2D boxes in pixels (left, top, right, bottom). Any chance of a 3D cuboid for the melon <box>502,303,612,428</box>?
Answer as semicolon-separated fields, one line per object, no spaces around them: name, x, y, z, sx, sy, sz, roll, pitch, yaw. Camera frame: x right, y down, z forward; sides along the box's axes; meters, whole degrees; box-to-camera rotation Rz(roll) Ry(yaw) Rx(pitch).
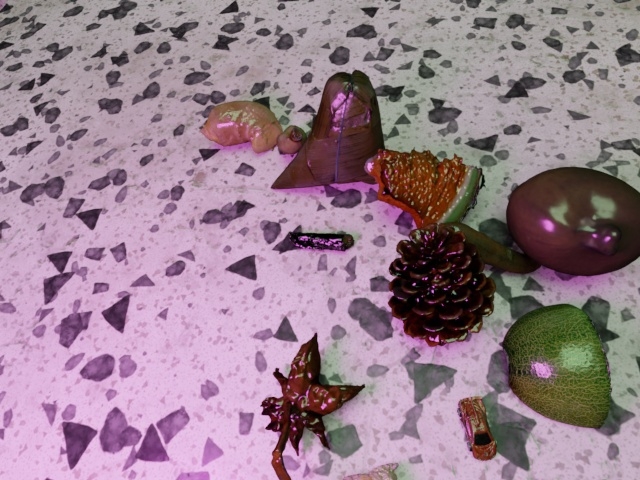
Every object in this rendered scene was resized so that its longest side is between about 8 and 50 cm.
melon;0.485;0.248;0.894;0.169;0.129;0.265;-6;60;9

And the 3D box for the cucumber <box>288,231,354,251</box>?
cucumber;0.000;0.000;1.158;0.181;0.053;0.053;5;61;14

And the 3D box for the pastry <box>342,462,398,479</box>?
pastry;0.111;0.565;0.795;0.121;0.089;0.258;-16;55;14

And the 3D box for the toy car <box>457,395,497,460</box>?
toy car;0.327;0.390;0.887;0.059;0.035;0.122;-8;57;0

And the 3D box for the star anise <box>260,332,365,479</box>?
star anise;-0.029;0.371;0.890;0.237;0.148;0.346;-3;47;12

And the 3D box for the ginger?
ginger;-0.251;-0.369;1.361;0.267;0.138;0.152;7;67;7

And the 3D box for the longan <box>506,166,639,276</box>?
longan;0.576;-0.039;0.963;0.300;0.243;0.300;-1;22;0

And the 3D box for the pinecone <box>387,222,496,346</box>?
pinecone;0.250;0.088;0.935;0.246;0.292;0.246;-15;43;15

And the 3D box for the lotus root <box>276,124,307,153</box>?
lotus root;-0.085;-0.303;1.288;0.090;0.183;0.077;-44;106;-4

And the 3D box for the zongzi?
zongzi;-0.010;-0.279;1.168;0.360;0.323;0.160;-8;44;11

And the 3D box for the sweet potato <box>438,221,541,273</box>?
sweet potato;0.411;0.026;1.035;0.273;0.075;0.075;22;64;-1

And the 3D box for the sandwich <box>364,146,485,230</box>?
sandwich;0.250;-0.136;1.132;0.301;0.162;0.250;31;80;-9
